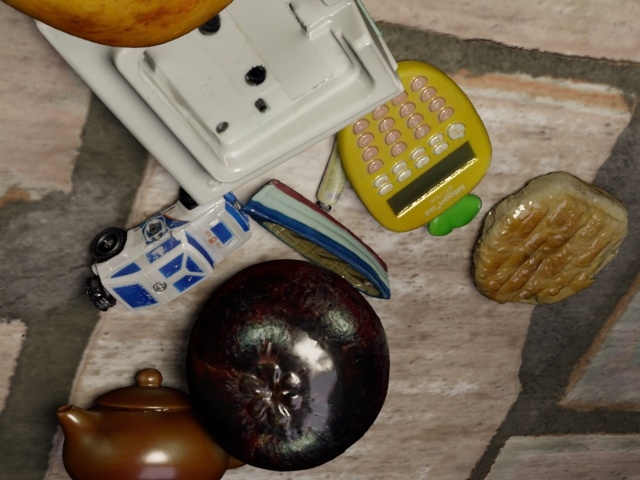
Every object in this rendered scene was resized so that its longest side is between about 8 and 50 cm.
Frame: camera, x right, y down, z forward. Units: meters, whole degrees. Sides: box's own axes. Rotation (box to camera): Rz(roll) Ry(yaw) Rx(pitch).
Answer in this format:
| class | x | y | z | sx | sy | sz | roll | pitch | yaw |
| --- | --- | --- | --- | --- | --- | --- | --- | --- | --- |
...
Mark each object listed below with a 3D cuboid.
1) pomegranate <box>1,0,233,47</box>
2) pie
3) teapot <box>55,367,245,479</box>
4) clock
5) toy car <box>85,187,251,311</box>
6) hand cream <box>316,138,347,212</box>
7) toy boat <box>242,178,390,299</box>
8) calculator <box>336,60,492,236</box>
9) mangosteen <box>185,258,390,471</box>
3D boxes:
| class | x | y | z | sx | sy | sz | roll | pitch | yaw |
| --- | --- | --- | --- | --- | --- | --- | --- | --- | --- |
| pomegranate | -0.138 | -0.265 | 0.789 | 0.264 | 0.264 | 0.264 | -13 | 135 | -13 |
| pie | 0.254 | 0.006 | 1.368 | 0.195 | 0.046 | 0.195 | -13 | 134 | -14 |
| teapot | -0.167 | 0.205 | 1.303 | 0.252 | 0.178 | 0.135 | 2 | 91 | -37 |
| clock | -0.074 | -0.158 | 1.013 | 0.231 | 0.116 | 0.262 | -32 | 135 | 7 |
| toy car | -0.148 | 0.012 | 1.169 | 0.170 | 0.070 | 0.080 | -32 | 137 | 5 |
| hand cream | 0.020 | -0.074 | 1.204 | 0.035 | 0.022 | 0.102 | 4 | 124 | -29 |
| toy boat | 0.000 | 0.000 | 1.234 | 0.229 | 0.080 | 0.046 | 37 | 74 | -44 |
| calculator | 0.098 | -0.084 | 1.209 | 0.146 | 0.032 | 0.235 | -36 | 136 | -1 |
| mangosteen | -0.030 | 0.120 | 1.247 | 0.216 | 0.216 | 0.216 | -13 | 135 | -13 |
